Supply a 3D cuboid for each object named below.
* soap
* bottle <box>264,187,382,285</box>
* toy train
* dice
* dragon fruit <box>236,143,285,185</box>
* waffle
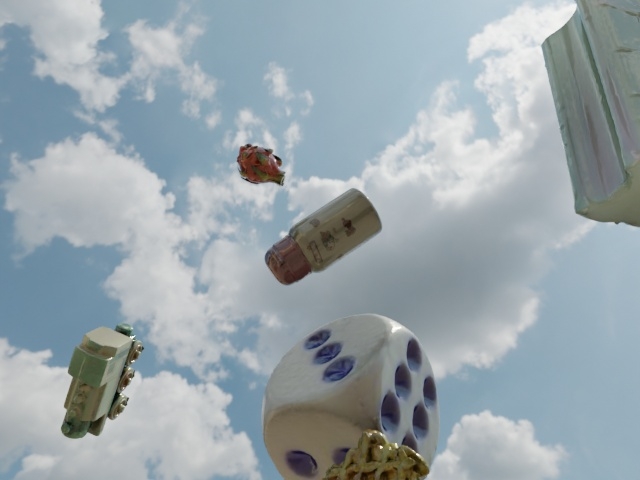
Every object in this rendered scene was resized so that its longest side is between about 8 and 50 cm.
[{"bbox_3d":[0.318,-0.145,0.448,0.173,0.289,0.095,9,-32,-2],"label":"soap"},{"bbox_3d":[0.000,0.000,0.945,0.233,0.110,0.109,-34,-59,-10],"label":"bottle"},{"bbox_3d":[-0.362,0.231,0.784,0.081,0.125,0.193,21,-83,6],"label":"toy train"},{"bbox_3d":[0.060,0.307,0.888,0.251,0.259,0.243,-19,-75,34],"label":"dice"},{"bbox_3d":[-0.123,-0.156,1.019,0.116,0.086,0.081,25,-55,0],"label":"dragon fruit"},{"bbox_3d":[0.040,0.345,0.552,0.052,0.254,0.245,42,-97,-17],"label":"waffle"}]
